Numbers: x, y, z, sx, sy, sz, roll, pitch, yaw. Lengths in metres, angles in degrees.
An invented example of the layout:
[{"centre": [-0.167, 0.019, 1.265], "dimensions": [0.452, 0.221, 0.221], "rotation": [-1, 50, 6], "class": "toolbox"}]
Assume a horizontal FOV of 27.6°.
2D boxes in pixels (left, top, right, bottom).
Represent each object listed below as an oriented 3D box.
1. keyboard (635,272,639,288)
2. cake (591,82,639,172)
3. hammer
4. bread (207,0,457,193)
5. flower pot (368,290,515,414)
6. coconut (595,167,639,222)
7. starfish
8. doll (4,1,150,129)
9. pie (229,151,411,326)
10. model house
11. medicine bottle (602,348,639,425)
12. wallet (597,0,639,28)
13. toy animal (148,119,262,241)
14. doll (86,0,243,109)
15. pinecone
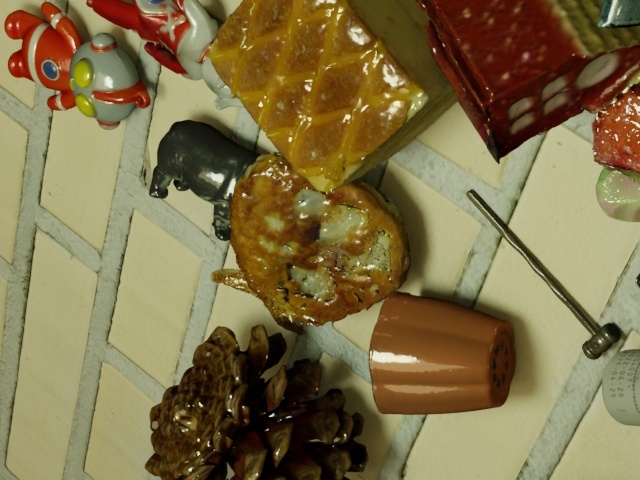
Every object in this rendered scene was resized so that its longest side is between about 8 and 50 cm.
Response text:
[{"centre": [0.506, 0.100, 1.652], "dimensions": [0.230, 0.025, 0.094], "rotation": [44, 137, 14], "class": "keyboard"}, {"centre": [0.435, -0.133, 1.540], "dimensions": [0.220, 0.086, 0.117], "rotation": [14, 124, 37], "class": "cake"}, {"centre": [0.299, 0.040, 1.807], "dimensions": [0.292, 0.029, 0.058], "rotation": [49, 134, 12], "class": "hammer"}, {"centre": [0.034, -0.248, 1.748], "dimensions": [0.279, 0.207, 0.279], "rotation": [54, 135, 2], "class": "bread"}, {"centre": [0.183, 0.173, 1.885], "dimensions": [0.173, 0.190, 0.191], "rotation": [6, 117, 26], "class": "flower pot"}, {"centre": [0.384, -0.062, 1.632], "dimensions": [0.082, 0.083, 0.081], "rotation": [51, 157, 21], "class": "coconut"}, {"centre": [-0.060, 0.082, 2.087], "dimensions": [0.227, 0.043, 0.240], "rotation": [5, 144, 21], "class": "starfish"}, {"centre": [-0.408, -0.283, 2.198], "dimensions": [0.336, 0.105, 0.200], "rotation": [26, 128, 30], "class": "doll"}, {"centre": [0.000, 0.001, 1.925], "dimensions": [0.308, 0.085, 0.308], "rotation": [6, 125, 8], "class": "pie"}, {"centre": [0.264, -0.244, 1.517], "dimensions": [0.254, 0.160, 0.196], "rotation": [-29, 64, 6], "class": "model house"}, {"centre": [0.455, 0.191, 1.676], "dimensions": [0.168, 0.105, 0.105], "rotation": [-5, 110, 54], "class": "medicine bottle"}, {"centre": [0.401, -0.405, 1.351], "dimensions": [0.046, 0.190, 0.379], "rotation": [46, 140, 45], "class": "wallet"}, {"centre": [-0.111, -0.083, 2.049], "dimensions": [0.343, 0.106, 0.168], "rotation": [17, 117, 27], "class": "toy animal"}, {"centre": [-0.226, -0.329, 2.017], "dimensions": [0.384, 0.099, 0.188], "rotation": [41, 152, 20], "class": "doll"}, {"centre": [-0.080, 0.333, 2.119], "dimensions": [0.384, 0.384, 0.385], "rotation": [21, 125, 33], "class": "pinecone"}]
